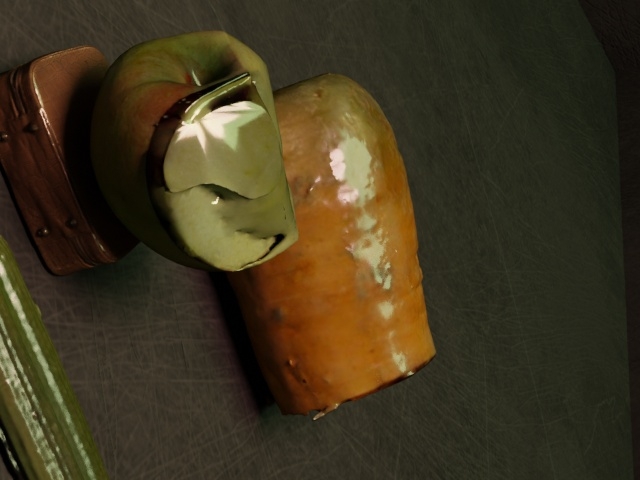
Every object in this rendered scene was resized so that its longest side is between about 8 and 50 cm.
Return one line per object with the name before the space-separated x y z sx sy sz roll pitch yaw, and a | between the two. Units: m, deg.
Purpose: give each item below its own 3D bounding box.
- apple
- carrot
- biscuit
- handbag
apple | -0.110 -0.076 1.240 0.207 0.174 0.188 -75 162 -49
carrot | 0.000 0.000 1.520 0.224 0.224 0.340 -27 100 -64
biscuit | -0.233 0.151 1.183 0.322 0.038 0.099 69 23 -12
handbag | -0.222 -0.077 1.284 0.193 0.072 0.151 69 26 -10
